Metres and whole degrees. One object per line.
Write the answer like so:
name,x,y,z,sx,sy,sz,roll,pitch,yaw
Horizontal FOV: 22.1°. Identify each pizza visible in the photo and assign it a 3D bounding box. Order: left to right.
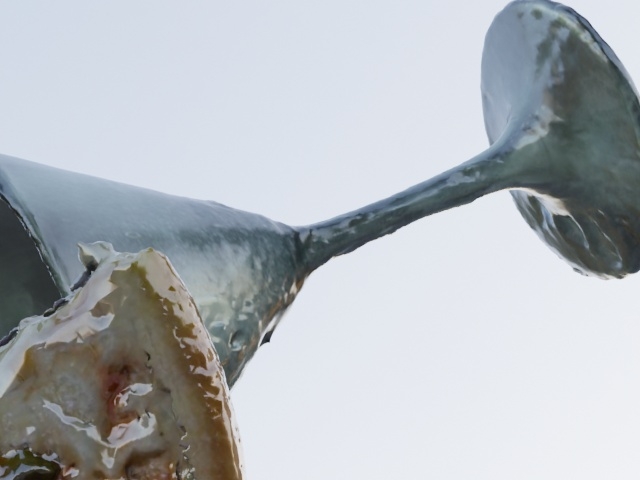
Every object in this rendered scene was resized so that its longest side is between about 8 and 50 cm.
pizza,-0.123,0.093,0.570,0.195,0.185,0.052,-8,-15,-4

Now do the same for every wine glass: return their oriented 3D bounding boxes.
wine glass,0.000,0.000,1.044,0.406,0.267,0.267,-23,-35,-19
